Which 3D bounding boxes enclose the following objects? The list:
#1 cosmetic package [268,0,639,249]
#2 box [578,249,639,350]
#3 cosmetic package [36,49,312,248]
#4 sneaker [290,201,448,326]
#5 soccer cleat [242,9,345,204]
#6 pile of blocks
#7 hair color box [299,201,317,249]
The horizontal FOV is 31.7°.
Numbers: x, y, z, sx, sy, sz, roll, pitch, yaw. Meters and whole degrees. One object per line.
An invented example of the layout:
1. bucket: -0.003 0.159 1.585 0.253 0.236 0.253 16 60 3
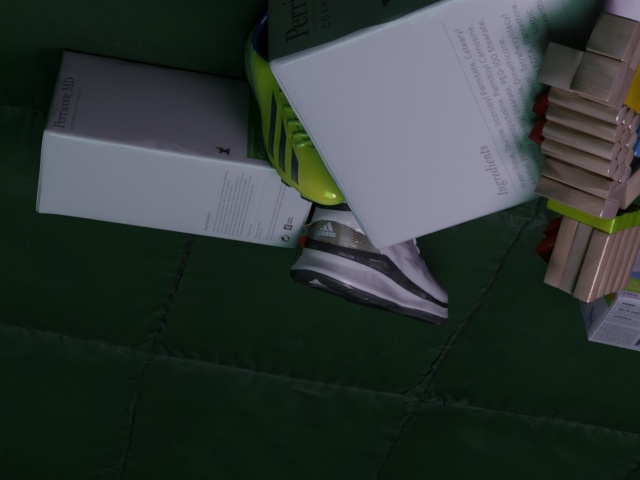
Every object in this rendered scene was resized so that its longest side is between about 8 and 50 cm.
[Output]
1. cosmetic package: 0.176 -0.254 1.362 0.393 0.329 0.327 -19 133 15
2. box: 0.473 0.061 1.767 0.114 0.203 0.103 13 132 -11
3. cosmetic package: -0.196 -0.124 1.573 0.365 0.197 0.155 8 134 -12
4. sneaker: 0.119 -0.021 1.704 0.169 0.257 0.447 14 175 24
5. soccer cleat: -0.031 -0.177 1.467 0.093 0.289 0.121 -10 151 -23
6. pile of blocks: 0.294 -0.098 1.238 0.112 0.149 0.362 26 137 34
7. hair color box: 0.000 0.000 1.785 0.043 0.072 0.141 -18 133 16
